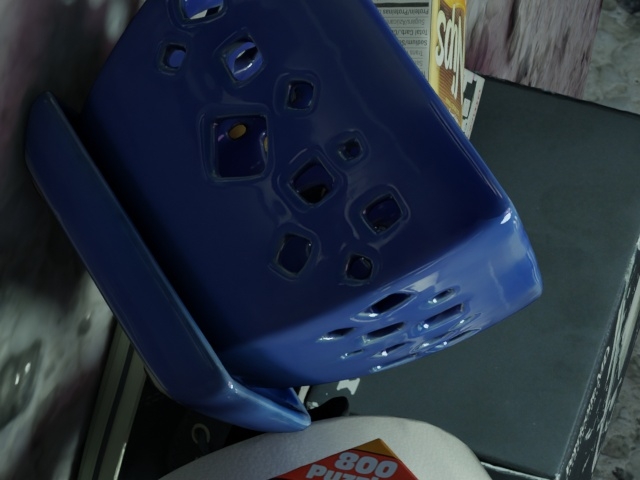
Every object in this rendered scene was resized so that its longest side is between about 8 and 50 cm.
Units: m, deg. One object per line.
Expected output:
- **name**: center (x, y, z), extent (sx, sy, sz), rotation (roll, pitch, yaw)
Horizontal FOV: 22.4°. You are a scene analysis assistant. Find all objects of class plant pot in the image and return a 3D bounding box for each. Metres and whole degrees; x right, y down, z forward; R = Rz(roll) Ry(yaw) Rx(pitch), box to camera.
- **plant pot**: center (-0.024, -0.023, 0.937), extent (0.212, 0.236, 0.236), rotation (-35, 164, 4)

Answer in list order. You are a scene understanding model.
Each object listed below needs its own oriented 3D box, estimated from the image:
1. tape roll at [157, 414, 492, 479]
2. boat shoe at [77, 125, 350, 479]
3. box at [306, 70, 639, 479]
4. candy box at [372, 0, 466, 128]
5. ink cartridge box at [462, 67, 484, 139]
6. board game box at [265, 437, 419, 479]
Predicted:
- **tape roll**: center (-0.034, 0.278, 1.118), extent (0.392, 0.072, 0.392), rotation (-19, 138, -18)
- **boat shoe**: center (-0.068, 0.139, 1.162), extent (0.187, 0.156, 0.500), rotation (-31, 136, -72)
- **box**: center (0.212, 0.139, 1.953), extent (0.472, 0.297, 0.480), rotation (78, 31, -58)
- **candy box**: center (0.066, -0.187, 1.291), extent (0.183, 0.087, 0.316), rotation (49, 42, -72)
- **ink cartridge box**: center (0.113, -0.129, 1.713), extent (0.175, 0.072, 0.127), rotation (-4, 109, -74)
- **board game box**: center (-0.029, 0.378, 0.743), extent (0.356, 0.356, 0.356), rotation (-19, 121, -18)
